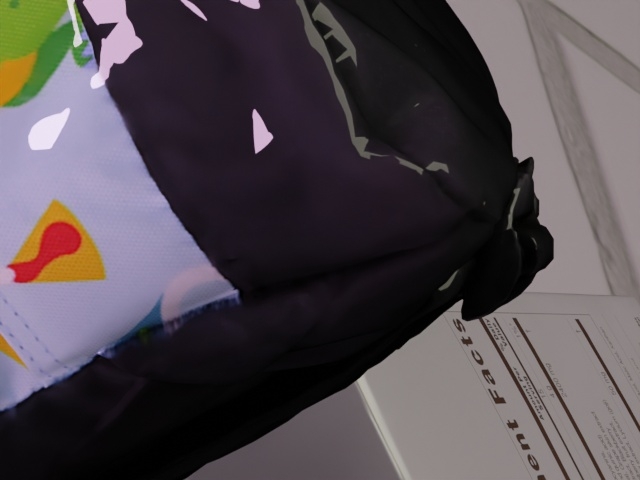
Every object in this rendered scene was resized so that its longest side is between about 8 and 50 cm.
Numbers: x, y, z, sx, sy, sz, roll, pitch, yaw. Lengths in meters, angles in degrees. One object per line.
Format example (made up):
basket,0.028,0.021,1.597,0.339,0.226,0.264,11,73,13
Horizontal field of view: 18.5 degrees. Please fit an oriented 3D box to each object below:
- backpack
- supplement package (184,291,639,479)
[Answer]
backpack,-0.146,0.004,0.547,0.273,0.355,0.290,49,11,-3
supplement package,0.051,0.138,0.877,0.293,0.177,0.175,4,55,-55
